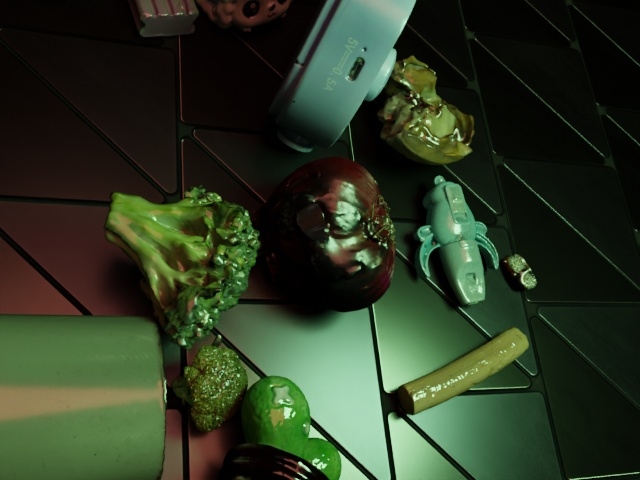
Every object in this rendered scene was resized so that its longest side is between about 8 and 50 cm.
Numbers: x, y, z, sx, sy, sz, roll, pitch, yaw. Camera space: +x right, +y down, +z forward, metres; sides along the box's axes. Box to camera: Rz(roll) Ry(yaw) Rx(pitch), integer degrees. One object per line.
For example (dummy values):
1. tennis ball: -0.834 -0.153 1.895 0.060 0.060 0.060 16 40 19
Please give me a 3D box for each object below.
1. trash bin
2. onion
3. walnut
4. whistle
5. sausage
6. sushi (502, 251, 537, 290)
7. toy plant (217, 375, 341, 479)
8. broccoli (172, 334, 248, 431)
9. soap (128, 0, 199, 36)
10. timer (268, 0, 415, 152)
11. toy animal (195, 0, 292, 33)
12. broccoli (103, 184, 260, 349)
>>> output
1. trash bin: -0.436 0.225 0.863 0.432 0.280 0.280 1 67 -24
2. onion: 0.020 -0.004 1.176 0.281 0.221 0.281 0 86 2
3. walnut: 0.210 -0.246 1.397 0.204 0.141 0.238 10 63 -31
4. whistle: 0.271 -0.004 1.341 0.186 0.093 0.274 -5 72 -23
5. sausage: 0.275 0.242 1.248 0.301 0.066 0.065 -21 76 -25
6. sushi: 0.411 0.070 1.395 0.046 0.044 0.083 -28 76 -7
7. toy plant: -0.061 0.344 1.008 0.218 0.175 0.235 54 39 -25
8. broccoli: -0.174 0.229 1.054 0.130 0.120 0.131 -59 136 -60
9. soap: -0.333 -0.514 1.346 0.122 0.065 0.203 -12 72 -25
10. timer: 0.041 -0.337 1.257 0.173 0.395 0.395 25 61 -11
11. toy animal: -0.154 -0.552 1.383 0.208 0.156 0.204 -31 77 -25
12. broccoli: -0.229 0.028 1.042 0.246 0.288 0.248 23 90 -9
